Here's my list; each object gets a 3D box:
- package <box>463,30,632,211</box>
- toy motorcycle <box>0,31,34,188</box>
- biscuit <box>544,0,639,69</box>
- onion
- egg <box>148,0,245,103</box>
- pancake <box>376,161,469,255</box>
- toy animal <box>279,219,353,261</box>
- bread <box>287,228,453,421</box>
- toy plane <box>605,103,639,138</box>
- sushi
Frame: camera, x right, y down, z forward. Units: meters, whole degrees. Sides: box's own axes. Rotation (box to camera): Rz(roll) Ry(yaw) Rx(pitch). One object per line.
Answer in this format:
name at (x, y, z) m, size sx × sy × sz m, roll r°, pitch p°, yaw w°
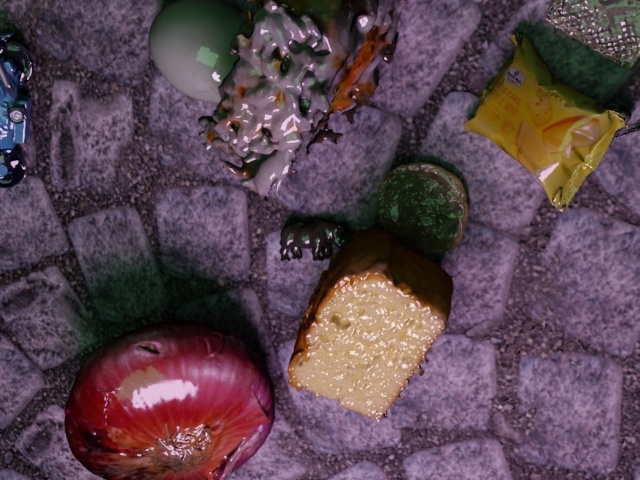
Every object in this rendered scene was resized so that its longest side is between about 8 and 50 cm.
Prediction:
package at (0.306, -0.166, 1.388) m, size 0.226 × 0.090 × 0.168 m, roll 44°, pitch 118°, yaw 29°
toy motorcycle at (-0.574, -0.222, 1.673) m, size 0.182 × 0.123 × 0.272 m, roll 9°, pitch 112°, yaw -7°
biscuit at (0.423, -0.362, 1.330) m, size 0.147 × 0.046 × 0.250 m, roll 35°, pitch 114°, yaw 6°
onion at (-0.247, 0.248, 1.647) m, size 0.347 × 0.285 × 0.348 m, roll -7°, pitch 136°, yaw -7°
egg at (-0.168, -0.284, 1.492) m, size 0.192 × 0.149 × 0.149 m, roll 32°, pitch 114°, yaw 19°
pancake at (0.154, -0.047, 1.528) m, size 0.151 × 0.025 × 0.152 m, roll 5°, pitch 108°, yaw 16°
toy animal at (0.000, 0.000, 1.582) m, size 0.135 × 0.047 × 0.065 m, roll 0°, pitch 98°, yaw 24°
bread at (0.083, 0.104, 1.504) m, size 0.194 × 0.179 × 0.340 m, roll 26°, pitch 137°, yaw 0°
toy plane at (0.392, -0.157, 1.413) m, size 0.120 × 0.031 × 0.049 m, roll -19°, pitch 108°, yaw 20°
sushi at (-0.019, -0.251, 1.321) m, size 0.175 × 0.417 × 0.417 m, roll 29°, pitch 113°, yaw 6°
